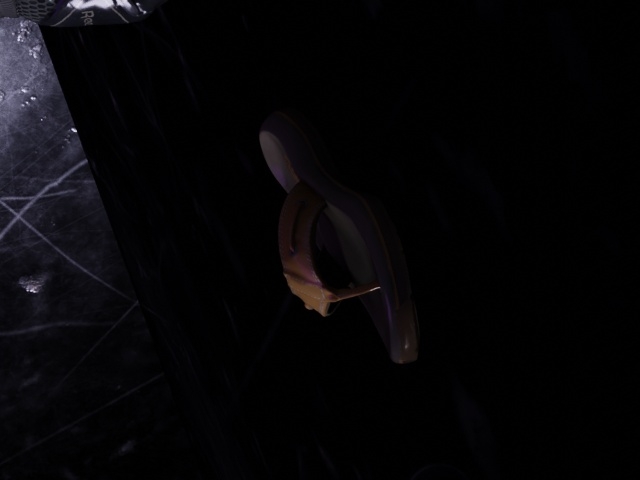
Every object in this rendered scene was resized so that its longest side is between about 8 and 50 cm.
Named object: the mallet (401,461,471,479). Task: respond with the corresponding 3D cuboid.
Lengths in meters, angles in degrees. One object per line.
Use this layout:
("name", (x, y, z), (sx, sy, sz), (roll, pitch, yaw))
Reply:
("mallet", (0.087, 0.193, 0.687), (0.189, 0.039, 0.062), (63, 168, 6))

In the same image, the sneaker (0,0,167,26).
("sneaker", (-0.072, -0.196, 0.578), (0.087, 0.130, 0.227), (-169, 85, -83))

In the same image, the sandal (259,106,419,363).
("sandal", (0.000, 0.000, 0.672), (0.180, 0.049, 0.072), (-125, 16, -49))
